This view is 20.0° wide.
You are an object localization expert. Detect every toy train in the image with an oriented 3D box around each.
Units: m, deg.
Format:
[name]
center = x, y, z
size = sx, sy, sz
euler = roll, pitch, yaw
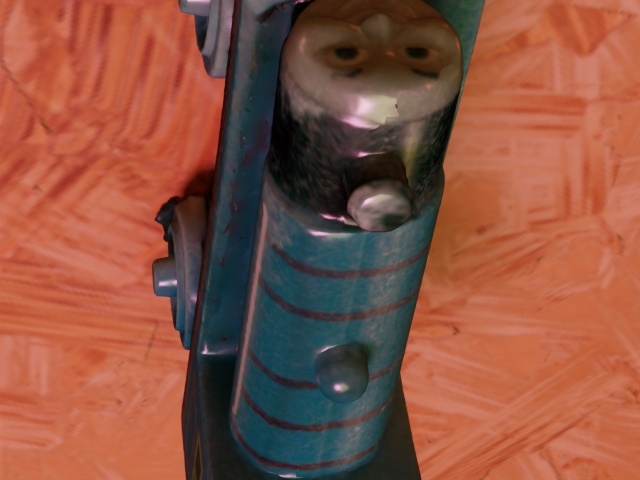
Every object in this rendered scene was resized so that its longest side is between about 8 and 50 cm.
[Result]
[toy train]
center = 0.000, 0.000, 0.731
size = 0.120, 0.194, 0.298
euler = 1, 135, -10
